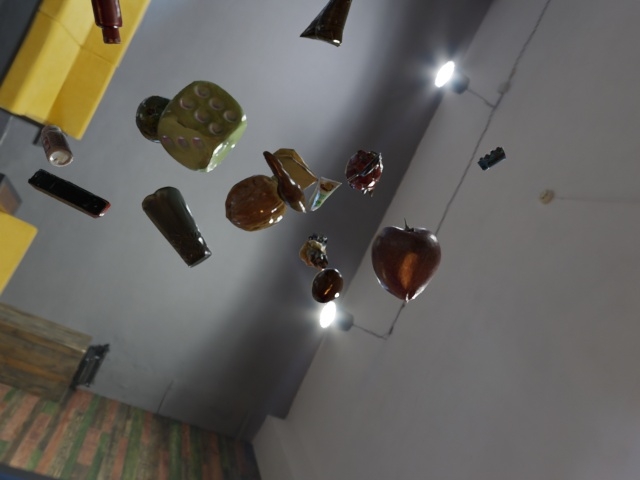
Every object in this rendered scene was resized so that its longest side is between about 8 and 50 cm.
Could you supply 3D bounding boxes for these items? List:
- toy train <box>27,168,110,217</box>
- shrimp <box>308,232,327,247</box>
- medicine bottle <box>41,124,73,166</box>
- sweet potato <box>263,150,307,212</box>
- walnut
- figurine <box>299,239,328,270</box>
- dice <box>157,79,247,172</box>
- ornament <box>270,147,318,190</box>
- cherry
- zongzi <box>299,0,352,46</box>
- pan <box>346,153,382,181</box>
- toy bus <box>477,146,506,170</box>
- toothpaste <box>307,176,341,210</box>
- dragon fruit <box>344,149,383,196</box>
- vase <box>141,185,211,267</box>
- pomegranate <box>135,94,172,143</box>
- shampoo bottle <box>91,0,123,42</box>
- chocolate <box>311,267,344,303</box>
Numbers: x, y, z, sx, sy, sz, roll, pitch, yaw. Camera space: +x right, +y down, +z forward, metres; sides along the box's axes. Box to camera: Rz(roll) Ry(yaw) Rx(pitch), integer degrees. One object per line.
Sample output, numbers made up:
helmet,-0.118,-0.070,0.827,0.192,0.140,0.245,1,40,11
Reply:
toy train,-1.083,-0.195,2.039,0.086,0.409,0.089,-60,165,-23
shrimp,0.002,0.004,2.162,0.082,0.174,0.076,-21,-105,17
medicine bottle,-0.900,-0.325,1.590,0.079,0.079,0.140,-52,-122,32
sweet potato,-0.105,-0.166,1.463,0.075,0.269,0.075,-19,-139,17
walnut,-0.221,-0.123,1.576,0.213,0.213,0.213,-53,-159,30
figurine,-0.018,0.072,1.927,0.108,0.114,0.196,-62,-160,10
dice,-0.455,-0.432,1.802,0.254,0.252,0.250,-56,-172,-33
ornament,-0.098,-0.231,1.701,0.059,0.180,0.201,-85,-176,-47
cherry,0.314,0.072,1.727,0.221,0.261,0.307,162,-70,-75
zongzi,0.018,-0.765,1.574,0.184,0.084,0.187,28,-75,37
pan,0.201,-0.322,2.153,0.235,0.028,0.136,-32,-165,50
toy bus,0.532,-0.253,1.448,0.083,0.046,0.038,-32,179,-13
toothpaste,0.005,-0.181,1.814,0.058,0.056,0.314,-27,174,-17
dragon fruit,0.215,-0.336,2.335,0.274,0.193,0.192,104,-19,-51
vase,-0.543,-0.043,1.816,0.156,0.301,0.251,-33,178,-7
pomegranate,-0.687,-0.517,2.047,0.248,0.214,0.214,93,22,-83
shampoo bottle,-0.766,-0.842,1.666,0.064,0.102,0.260,12,-67,36
chocolate,0.032,0.225,2.239,0.177,0.177,0.177,-53,-159,30
